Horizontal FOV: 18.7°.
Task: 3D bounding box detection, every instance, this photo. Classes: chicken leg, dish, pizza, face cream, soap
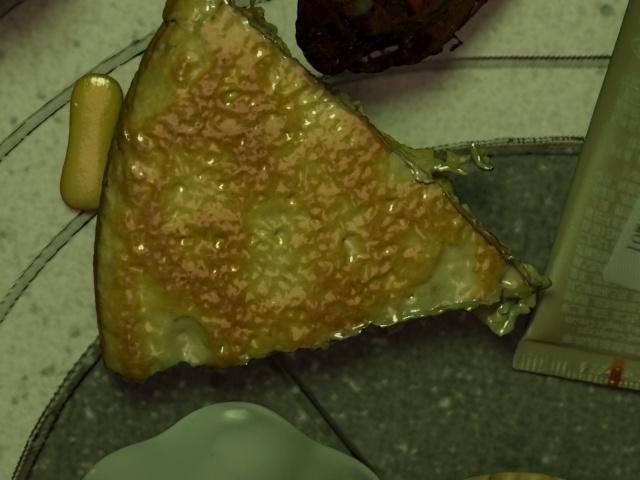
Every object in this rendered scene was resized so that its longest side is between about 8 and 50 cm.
[{"bbox_3d":[0.091,-0.231,1.103,0.322,0.177,0.083,-48,64,-1],"label":"chicken leg"},{"bbox_3d":[-0.058,0.224,1.262,0.229,0.081,0.229,0,105,1],"label":"dish"},{"bbox_3d":[0.000,0.000,1.211,0.287,0.075,0.280,19,108,-7],"label":"pizza"},{"bbox_3d":[0.217,-0.060,1.194,0.137,0.084,0.341,9,113,0],"label":"face cream"},{"bbox_3d":[-0.144,-0.062,1.222,0.034,0.012,0.089,10,105,-3],"label":"soap"}]

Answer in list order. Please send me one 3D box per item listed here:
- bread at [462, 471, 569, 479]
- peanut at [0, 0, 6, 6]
[{"bbox_3d":[0.145,0.346,1.241,0.236,0.183,0.389,-7,105,5],"label":"bread"},{"bbox_3d":[-0.278,-0.166,1.126,0.313,0.152,0.152,-22,103,4],"label":"peanut"}]
